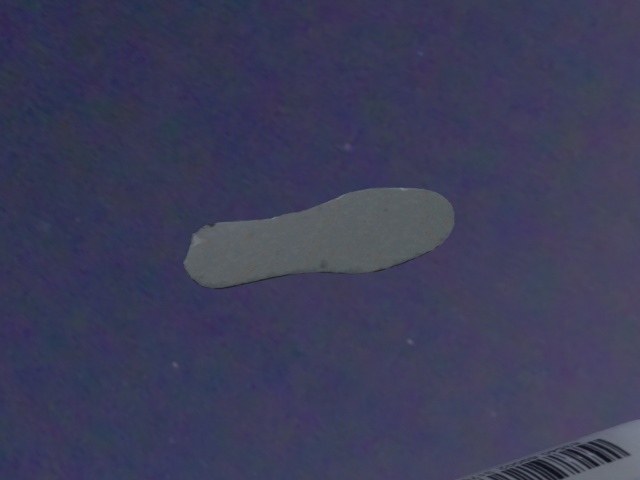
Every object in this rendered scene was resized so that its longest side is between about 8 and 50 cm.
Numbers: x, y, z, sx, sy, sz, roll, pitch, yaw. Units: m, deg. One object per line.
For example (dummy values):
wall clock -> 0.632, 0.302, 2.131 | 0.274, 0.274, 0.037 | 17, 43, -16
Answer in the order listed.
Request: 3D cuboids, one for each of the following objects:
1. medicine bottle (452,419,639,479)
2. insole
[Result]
medicine bottle -> 0.050, 0.130, 0.479 | 0.187, 0.103, 0.102 | -14, -61, -24
insole -> 0.000, 0.000, 1.046 | 0.197, 0.065, 0.004 | -11, -26, -6
